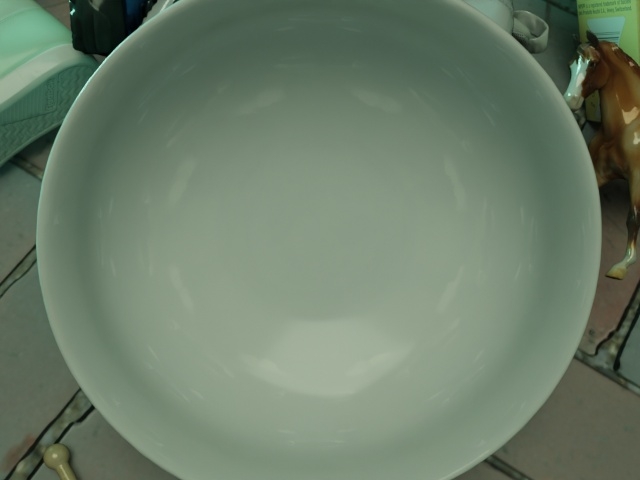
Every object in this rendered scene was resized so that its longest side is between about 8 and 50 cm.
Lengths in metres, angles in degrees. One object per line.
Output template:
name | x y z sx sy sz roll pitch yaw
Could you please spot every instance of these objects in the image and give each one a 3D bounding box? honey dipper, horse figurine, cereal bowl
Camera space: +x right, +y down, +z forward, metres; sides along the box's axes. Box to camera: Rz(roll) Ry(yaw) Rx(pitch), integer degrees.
honey dipper | -0.147 0.207 0.447 0.031 0.030 0.160 -31 70 -15
horse figurine | 0.294 -0.041 0.526 0.264 0.066 0.174 17 88 -4
cereal bowl | 0.000 0.000 0.453 0.339 0.141 0.338 0 97 -2

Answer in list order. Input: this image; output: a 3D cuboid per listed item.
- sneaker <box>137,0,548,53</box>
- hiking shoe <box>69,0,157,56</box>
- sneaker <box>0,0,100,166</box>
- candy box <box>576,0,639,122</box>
sneaker | 0.023 -0.153 0.550 0.366 0.137 0.210 -37 71 -20
hiking shoe | -0.120 -0.261 0.576 0.132 0.113 0.304 15 51 -3
sneaker | -0.329 -0.121 0.543 0.256 0.094 0.151 -36 71 -19
candy box | 0.315 -0.272 0.552 0.183 0.087 0.316 -17 110 -11
